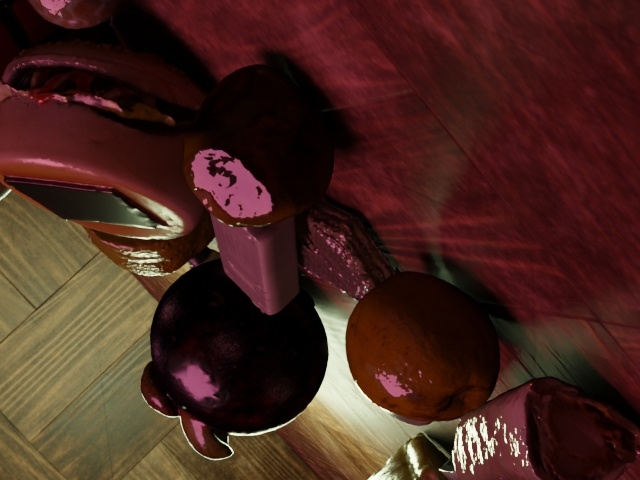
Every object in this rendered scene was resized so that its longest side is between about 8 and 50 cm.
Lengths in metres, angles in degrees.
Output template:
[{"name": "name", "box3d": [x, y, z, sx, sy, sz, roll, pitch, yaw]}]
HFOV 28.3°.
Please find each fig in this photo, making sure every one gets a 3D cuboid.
[{"name": "fig", "box3d": [-0.057, -0.080, 1.221, 0.154, 0.144, 0.165, 56, 179, 18]}]

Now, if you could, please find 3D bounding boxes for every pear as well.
[{"name": "pear", "box3d": [0.102, 0.110, 1.270, 0.162, 0.149, 0.149, 44, 169, 45]}]

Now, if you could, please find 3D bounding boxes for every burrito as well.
[{"name": "burrito", "box3d": [0.218, 0.212, 1.277, 0.143, 0.105, 0.299, 15, 165, -2]}]

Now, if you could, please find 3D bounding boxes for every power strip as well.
[{"name": "power strip", "box3d": [-0.077, 0.007, 1.511, 0.098, 0.058, 0.338, 43, 165, 14]}]

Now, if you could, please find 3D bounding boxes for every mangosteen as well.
[{"name": "mangosteen", "box3d": [-0.129, 0.166, 1.865, 0.288, 0.288, 0.288, 43, 167, 13]}]

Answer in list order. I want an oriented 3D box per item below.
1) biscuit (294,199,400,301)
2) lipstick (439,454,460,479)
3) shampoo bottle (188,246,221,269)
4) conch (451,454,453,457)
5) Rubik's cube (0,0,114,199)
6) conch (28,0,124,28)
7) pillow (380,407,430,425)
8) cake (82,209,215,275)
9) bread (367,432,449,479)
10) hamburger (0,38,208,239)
[{"name": "biscuit", "box3d": [0.000, 0.000, 1.483, 0.250, 0.046, 0.147, 29, 159, 52]}, {"name": "lipstick", "box3d": [0.315, 0.409, 1.660, 0.371, 0.076, 0.080, 47, 165, -3]}, {"name": "shampoo bottle", "box3d": [-0.141, 0.102, 2.156, 0.257, 0.078, 0.127, 53, 166, -22]}, {"name": "conch", "box3d": [0.218, 0.320, 1.756, 0.089, 0.074, 0.121, 59, -167, 19]}, {"name": "Rubik's cube", "box3d": [-0.457, -0.260, 1.610, 0.288, 0.283, 0.293, 41, 163, 25]}, {"name": "conch", "box3d": [-0.260, -0.279, 1.349, 0.116, 0.106, 0.173, 28, -173, -7]}, {"name": "pillow", "box3d": [0.100, 0.170, 1.607, 0.144, 0.078, 0.254, 44, 167, 9]}, {"name": "cake", "box3d": [-0.275, -0.077, 1.814, 0.260, 0.179, 0.156, 41, 165, 18]}, {"name": "bread", "box3d": [0.102, 0.413, 1.876, 0.111, 0.239, 0.246, 47, -175, -3]}, {"name": "hamburger", "box3d": [-0.245, -0.117, 1.499, 0.302, 0.170, 0.302, 14, 164, 4]}]
